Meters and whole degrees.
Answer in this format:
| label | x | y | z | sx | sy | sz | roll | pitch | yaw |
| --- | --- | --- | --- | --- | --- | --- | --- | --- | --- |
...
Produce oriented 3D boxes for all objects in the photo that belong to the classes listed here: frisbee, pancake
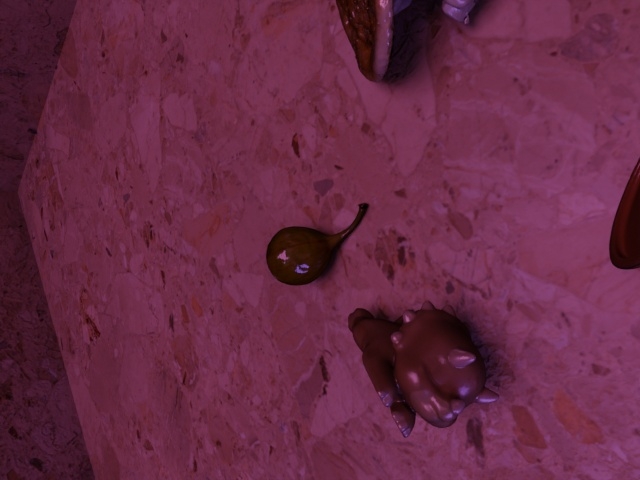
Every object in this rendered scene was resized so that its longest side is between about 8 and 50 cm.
| label | x | y | z | sx | sy | sz | roll | pitch | yaw |
| --- | --- | --- | --- | --- | --- | --- | --- | --- | --- |
| frisbee | 0.369 | -0.083 | 0.471 | 0.021 | 0.251 | 0.251 | 25 | 107 | 17 |
| pancake | 0.070 | -0.399 | 0.750 | 0.282 | 0.048 | 0.283 | 163 | 90 | -85 |

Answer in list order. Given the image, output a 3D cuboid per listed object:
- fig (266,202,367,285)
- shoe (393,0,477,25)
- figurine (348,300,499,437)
| label | x | y | z | sx | sy | sz | roll | pitch | yaw |
| --- | --- | --- | --- | --- | --- | --- | --- | --- | --- |
| fig | 0.000 | 0.000 | 0.911 | 0.236 | 0.124 | 0.124 | -32 | 67 | 11 |
| shoe | 0.234 | -0.436 | 0.675 | 0.341 | 0.132 | 0.211 | 5 | 121 | 23 |
| figurine | 0.159 | 0.179 | 0.712 | 0.173 | 0.247 | 0.177 | -30 | 94 | 1 |
